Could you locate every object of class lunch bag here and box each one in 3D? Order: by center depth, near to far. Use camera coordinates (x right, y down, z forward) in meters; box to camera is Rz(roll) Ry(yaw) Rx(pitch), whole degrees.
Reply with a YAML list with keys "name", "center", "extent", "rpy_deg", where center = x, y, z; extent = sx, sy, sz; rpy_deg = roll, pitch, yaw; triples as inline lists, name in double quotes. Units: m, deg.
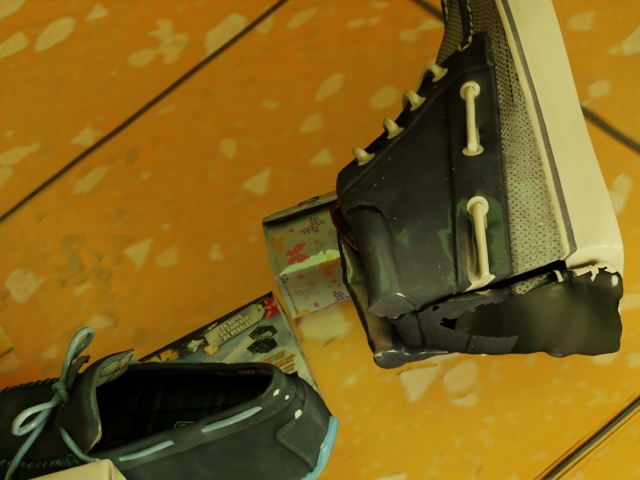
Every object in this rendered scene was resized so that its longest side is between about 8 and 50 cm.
- name: "lunch bag"
  center: [0.000, 0.000, 1.222]
  extent: [0.071, 0.053, 0.083]
  rpy_deg: [-17, 41, 5]

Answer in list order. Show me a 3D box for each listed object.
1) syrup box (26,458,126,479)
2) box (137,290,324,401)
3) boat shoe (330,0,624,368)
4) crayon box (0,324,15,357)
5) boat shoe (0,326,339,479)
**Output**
- name: "syrup box"
  center: [-0.209, 0.218, 1.103]
  extent: [0.237, 0.093, 0.096]
  rpy_deg: [-17, 45, 13]
- name: "box"
  center: [-0.073, 0.100, 1.187]
  extent: [0.137, 0.027, 0.094]
  rpy_deg: [-27, 45, 3]
- name: "boat shoe"
  center: [0.077, -0.066, 1.171]
  extent: [0.158, 0.127, 0.340]
  rpy_deg: [-9, 46, -2]
- name: "crayon box"
  center: [-0.387, 0.083, 1.249]
  extent: [0.323, 0.083, 0.203]
  rpy_deg: [-34, 86, -4]
- name: "boat shoe"
  center: [-0.116, 0.097, 1.126]
  extent: [0.258, 0.089, 0.109]
  rpy_deg: [-10, 47, 21]
